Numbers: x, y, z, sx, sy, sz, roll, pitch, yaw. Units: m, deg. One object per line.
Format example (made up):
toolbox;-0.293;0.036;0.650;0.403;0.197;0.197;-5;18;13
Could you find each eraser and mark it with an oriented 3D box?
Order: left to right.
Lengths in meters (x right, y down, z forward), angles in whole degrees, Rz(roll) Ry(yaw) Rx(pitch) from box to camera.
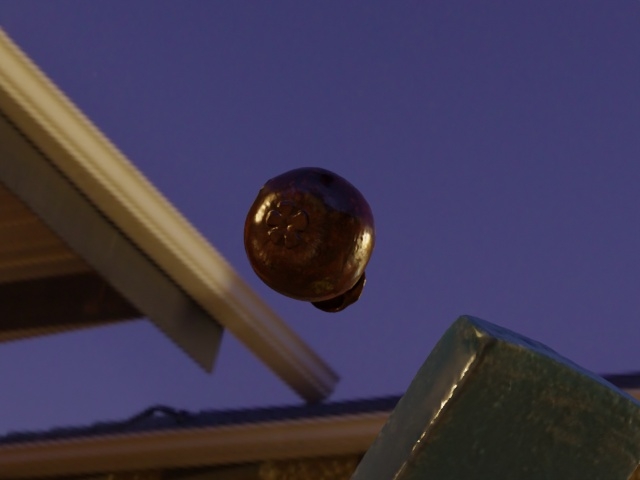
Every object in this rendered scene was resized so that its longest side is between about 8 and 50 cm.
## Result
eraser;0.055;0.196;0.664;0.144;0.042;0.312;27;-80;-27

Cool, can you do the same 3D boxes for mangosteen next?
mangosteen;-0.011;-0.003;1.321;0.145;0.156;0.181;12;-1;4
